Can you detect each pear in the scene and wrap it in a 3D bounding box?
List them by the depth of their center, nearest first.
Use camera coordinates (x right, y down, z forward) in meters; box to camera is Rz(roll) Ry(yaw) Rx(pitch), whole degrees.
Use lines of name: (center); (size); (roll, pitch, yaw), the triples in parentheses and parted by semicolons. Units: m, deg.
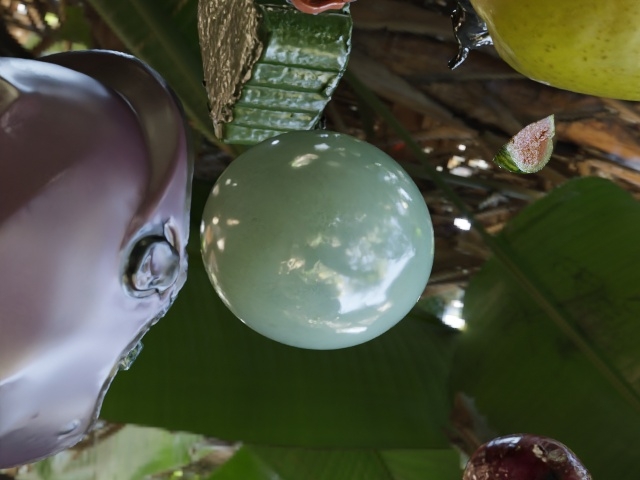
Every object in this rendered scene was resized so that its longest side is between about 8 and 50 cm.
pear: (0.349, -0.325, 1.083); (0.418, 0.362, 0.362); (-30, -123, 20)

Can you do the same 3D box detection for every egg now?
egg: (0.000, 0.000, 1.333); (0.276, 0.389, 0.276); (-2, -95, 21)

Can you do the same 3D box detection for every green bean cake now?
green bean cake: (-0.069, -0.347, 1.771); (0.319, 0.218, 0.335); (124, -41, -55)

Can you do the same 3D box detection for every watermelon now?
watermelon: (0.366, -0.152, 1.854); (0.069, 0.163, 0.087); (48, -39, 13)

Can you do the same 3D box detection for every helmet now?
helmet: (-0.253, -0.005, 0.733); (0.271, 0.197, 0.338); (27, -88, 27)

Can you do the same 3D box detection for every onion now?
onion: (0.349, 0.440, 1.743); (0.246, 0.190, 0.246); (7, -80, 42)

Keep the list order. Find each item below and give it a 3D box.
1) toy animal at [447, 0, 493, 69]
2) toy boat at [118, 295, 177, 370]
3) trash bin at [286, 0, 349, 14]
toy animal: (0.225, -0.318, 1.400); (0.232, 0.148, 0.084); (97, -15, -66)
toy boat: (-0.278, 0.080, 1.021); (0.319, 0.092, 0.141); (-9, -142, 41)
trash bin: (0.052, -0.357, 1.064); (0.161, 0.184, 0.239); (62, -29, 5)
